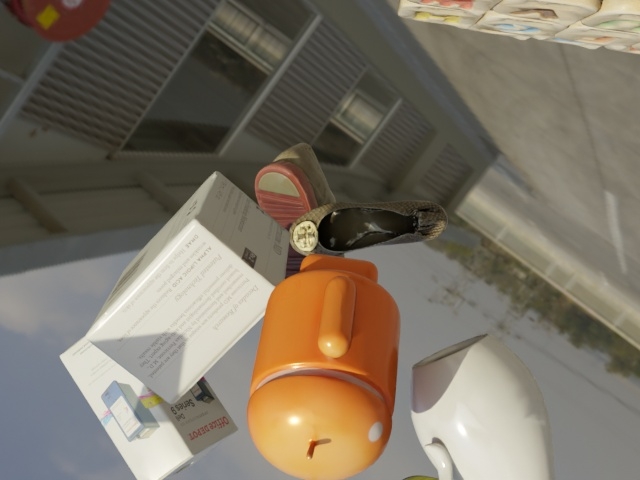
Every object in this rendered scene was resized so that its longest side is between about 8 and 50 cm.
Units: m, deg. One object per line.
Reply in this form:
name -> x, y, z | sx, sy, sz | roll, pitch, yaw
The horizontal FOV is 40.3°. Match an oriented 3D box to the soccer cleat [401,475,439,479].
soccer cleat -> 0.120, 0.449, 1.469 | 0.289, 0.093, 0.121 | 0, -159, -3

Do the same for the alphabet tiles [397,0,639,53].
alphabet tiles -> 0.193, -0.143, 0.566 | 0.284, 0.021, 0.278 | 7, -173, -1

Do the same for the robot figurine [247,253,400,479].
robot figurine -> 0.005, 0.115, 0.765 | 0.128, 0.158, 0.219 | 36, -139, -26

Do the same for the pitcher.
pitcher -> 0.149, 0.207, 0.820 | 0.178, 0.125, 0.207 | -19, -96, -41

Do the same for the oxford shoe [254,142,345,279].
oxford shoe -> 0.000, 0.000, 1.474 | 0.123, 0.348, 0.130 | 5, -144, 28

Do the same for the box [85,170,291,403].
box -> -0.136, 0.045, 0.947 | 0.119, 0.182, 0.181 | 41, -165, -14

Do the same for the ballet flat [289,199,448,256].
ballet flat -> 0.066, -0.019, 1.304 | 0.250, 0.084, 0.058 | -5, -175, 18

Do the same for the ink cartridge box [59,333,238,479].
ink cartridge box -> -0.227, 0.209, 1.181 | 0.212, 0.093, 0.154 | 56, -164, 10
